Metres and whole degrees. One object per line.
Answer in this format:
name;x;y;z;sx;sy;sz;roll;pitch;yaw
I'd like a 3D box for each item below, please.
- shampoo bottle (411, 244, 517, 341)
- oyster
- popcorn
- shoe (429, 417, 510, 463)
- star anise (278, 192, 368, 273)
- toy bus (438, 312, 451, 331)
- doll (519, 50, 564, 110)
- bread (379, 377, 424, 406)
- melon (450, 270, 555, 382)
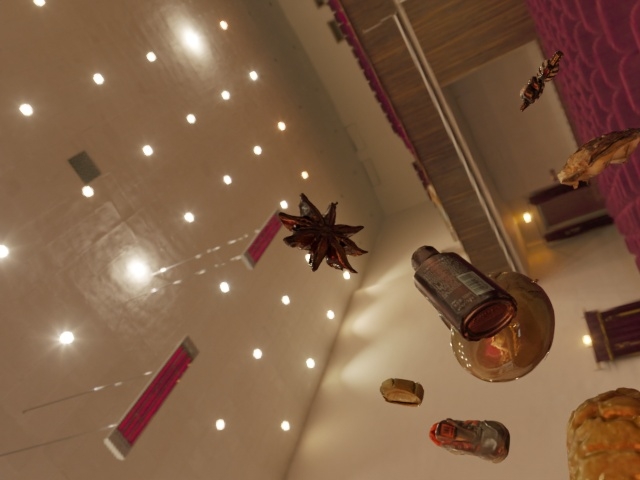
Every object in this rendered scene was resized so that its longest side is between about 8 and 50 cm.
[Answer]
shampoo bottle;0.281;0.097;1.201;0.084;0.129;0.323;58;178;-21
oyster;0.886;-0.275;1.736;0.271;0.275;0.100;-1;-130;-36
popcorn;0.786;0.566;1.376;0.354;0.344;0.390;-33;-95;-45
shoe;0.470;0.642;1.875;0.171;0.336;0.132;21;-112;-16
star anise;0.000;0.000;1.494;0.272;0.102;0.271;16;-132;-19
toy bus;0.481;0.248;1.926;0.209;0.136;0.126;51;-172;-12
doll;0.717;-0.521;1.863;0.067;0.219;0.091;35;-145;10
bread;0.288;0.536;2.010;0.117;0.157;0.064;93;-169;-47
melon;0.506;0.236;1.565;0.269;0.329;0.268;17;-157;-7
